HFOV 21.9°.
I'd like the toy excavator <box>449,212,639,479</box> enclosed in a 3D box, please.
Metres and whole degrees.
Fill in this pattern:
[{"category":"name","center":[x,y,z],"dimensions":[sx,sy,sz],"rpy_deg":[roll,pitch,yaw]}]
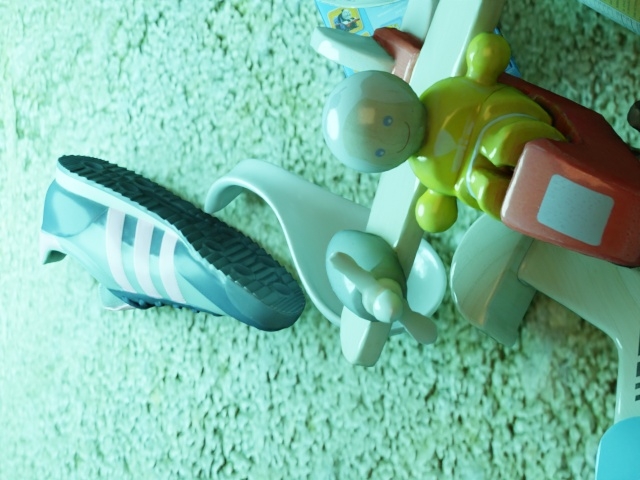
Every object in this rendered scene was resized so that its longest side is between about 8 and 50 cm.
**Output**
[{"category":"toy excavator","center":[0.319,0.178,1.452],"dimensions":[0.433,0.222,0.445],"rpy_deg":[-4,69,28]}]

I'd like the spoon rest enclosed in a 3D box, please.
[{"category":"spoon rest","center":[0.000,0.000,1.641],"dimensions":[0.276,0.084,0.137],"rpy_deg":[33,57,24]}]

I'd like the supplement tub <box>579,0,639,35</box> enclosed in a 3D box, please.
[{"category":"supplement tub","center":[0.326,-0.301,1.490],"dimensions":[0.331,0.241,0.241],"rpy_deg":[35,95,22]}]

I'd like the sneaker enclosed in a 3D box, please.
[{"category":"sneaker","center":[-0.159,0.033,1.711],"dimensions":[0.319,0.112,0.131],"rpy_deg":[31,110,25]}]

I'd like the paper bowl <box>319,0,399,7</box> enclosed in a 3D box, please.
[{"category":"paper bowl","center":[0.039,-0.386,1.637],"dimensions":[0.284,0.148,0.284],"rpy_deg":[-11,65,25]}]

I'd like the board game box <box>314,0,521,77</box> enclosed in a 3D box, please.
[{"category":"board game box","center":[0.088,-0.224,1.678],"dimensions":[0.160,0.039,0.211],"rpy_deg":[-27,73,15]}]

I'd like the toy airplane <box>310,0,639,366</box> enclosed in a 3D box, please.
[{"category":"toy airplane","center":[0.102,-0.115,1.450],"dimensions":[0.384,0.272,0.386],"rpy_deg":[-27,71,47]}]
